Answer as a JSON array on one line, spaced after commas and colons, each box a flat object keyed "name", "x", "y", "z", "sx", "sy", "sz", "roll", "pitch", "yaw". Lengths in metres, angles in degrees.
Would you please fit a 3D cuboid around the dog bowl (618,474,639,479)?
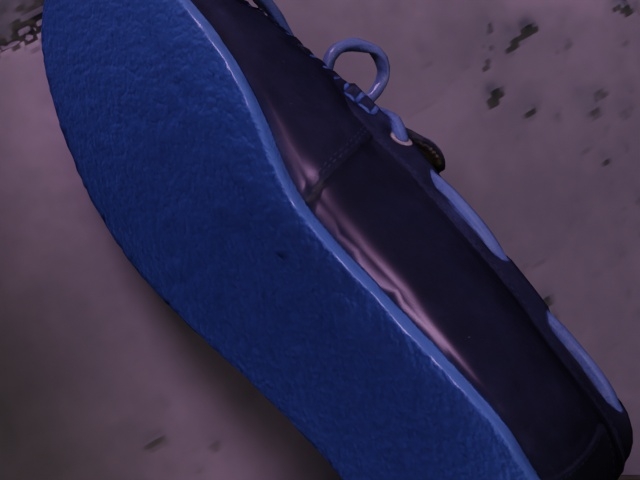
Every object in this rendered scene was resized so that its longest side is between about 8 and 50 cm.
[{"name": "dog bowl", "x": 0.094, "y": 0.250, "z": 0.666, "sx": 0.349, "sy": 0.102, "sz": 0.349, "roll": 0, "pitch": 92, "yaw": -13}]

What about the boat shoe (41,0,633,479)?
[{"name": "boat shoe", "x": 0.000, "y": 0.000, "z": 0.626, "sx": 0.089, "sy": 0.109, "sz": 0.258, "roll": -18, "pitch": 67, "yaw": -46}]
